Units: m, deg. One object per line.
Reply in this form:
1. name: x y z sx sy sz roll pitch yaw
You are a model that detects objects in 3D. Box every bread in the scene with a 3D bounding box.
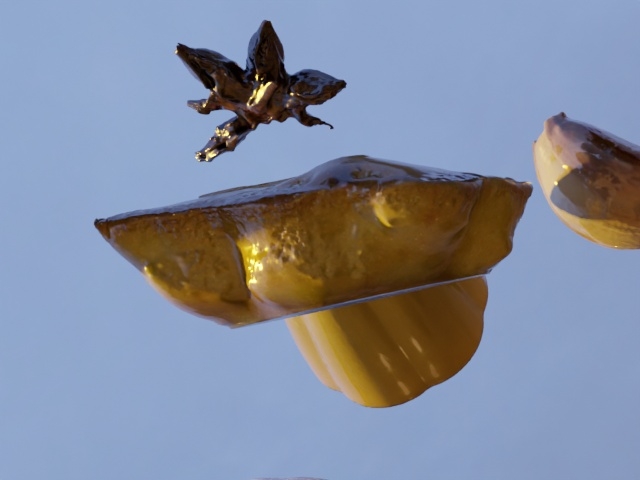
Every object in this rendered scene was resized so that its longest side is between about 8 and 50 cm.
1. bread: 0.000 0.000 0.909 0.233 0.088 0.161 -11 2 31

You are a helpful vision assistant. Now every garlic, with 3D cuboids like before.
1. garlic: 0.309 -0.043 1.540 0.206 0.128 0.115 13 -72 -15

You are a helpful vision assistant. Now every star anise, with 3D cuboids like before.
1. star anise: -0.072 -0.155 1.560 0.157 0.212 0.053 56 -142 -34

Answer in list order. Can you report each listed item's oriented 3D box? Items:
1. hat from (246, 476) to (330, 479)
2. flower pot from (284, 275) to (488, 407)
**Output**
1. hat: -0.009 0.287 1.205 0.203 0.203 0.126 102 -174 -48
2. flower pot: 0.042 0.032 1.472 0.195 0.195 0.179 -42 -42 -6
